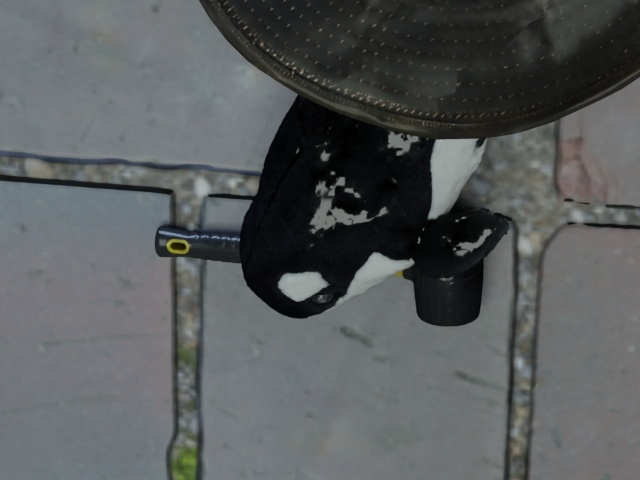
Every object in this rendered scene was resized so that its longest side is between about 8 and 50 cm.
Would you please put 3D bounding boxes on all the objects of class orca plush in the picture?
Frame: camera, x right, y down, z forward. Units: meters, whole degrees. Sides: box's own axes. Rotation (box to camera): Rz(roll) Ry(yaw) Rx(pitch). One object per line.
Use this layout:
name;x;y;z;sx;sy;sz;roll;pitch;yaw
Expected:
orca plush;0.042;-0.065;0.990;0.287;0.102;0.151;-33;67;31

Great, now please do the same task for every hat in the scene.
hat;0.063;-0.203;0.871;0.331;0.134;0.331;1;92;16

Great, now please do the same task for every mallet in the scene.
mallet;0.000;0.000;1.103;0.189;0.039;0.062;12;112;10
